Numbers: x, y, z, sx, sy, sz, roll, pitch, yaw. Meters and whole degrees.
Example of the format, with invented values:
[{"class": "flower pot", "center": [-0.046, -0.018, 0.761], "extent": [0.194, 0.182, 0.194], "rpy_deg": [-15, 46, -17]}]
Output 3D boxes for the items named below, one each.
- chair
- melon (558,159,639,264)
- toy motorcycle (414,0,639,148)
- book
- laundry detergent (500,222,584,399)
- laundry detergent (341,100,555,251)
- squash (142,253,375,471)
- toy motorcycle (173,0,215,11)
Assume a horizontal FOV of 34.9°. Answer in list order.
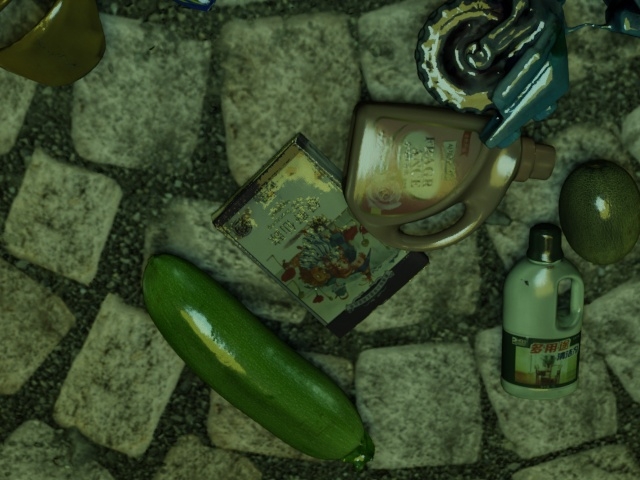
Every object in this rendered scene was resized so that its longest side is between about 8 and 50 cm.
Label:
[{"class": "chair", "center": [-0.353, -0.281, 1.068], "extent": [0.159, 0.172, 0.247], "rpy_deg": [-38, 151, 15]}, {"class": "melon", "center": [0.329, -0.032, 1.196], "extent": [0.098, 0.098, 0.130], "rpy_deg": [-9, 121, 4]}, {"class": "toy motorcycle", "center": [0.309, -0.244, 1.065], "extent": [0.416, 0.172, 0.232], "rpy_deg": [-37, 102, 6]}, {"class": "book", "center": [0.000, 0.000, 1.250], "extent": [0.157, 0.026, 0.231], "rpy_deg": [-42, 106, 16]}, {"class": "laundry detergent", "center": [0.276, 0.086, 1.263], "extent": [0.099, 0.070, 0.225], "rpy_deg": [1, 112, 9]}, {"class": "laundry detergent", "center": [0.145, -0.068, 1.188], "extent": [0.237, 0.076, 0.171], "rpy_deg": [8, 103, -6]}, {"class": "squash", "center": [-0.077, 0.165, 1.278], "extent": [0.107, 0.107, 0.395], "rpy_deg": [-42, 107, 16]}, {"class": "toy motorcycle", "center": [-0.228, -0.347, 1.026], "extent": [0.315, 0.169, 0.113], "rpy_deg": [38, 107, -13]}]
